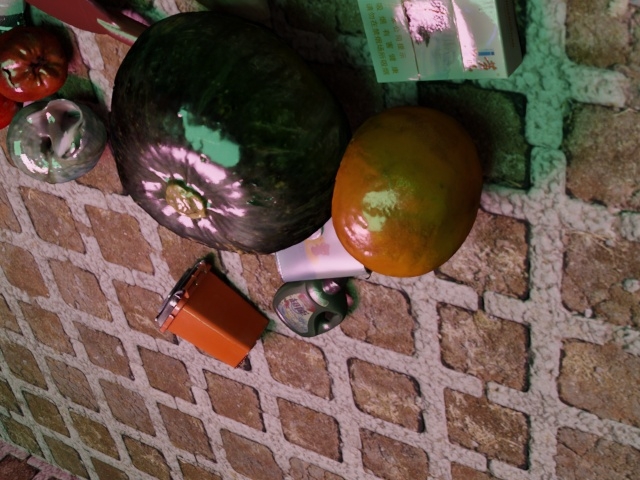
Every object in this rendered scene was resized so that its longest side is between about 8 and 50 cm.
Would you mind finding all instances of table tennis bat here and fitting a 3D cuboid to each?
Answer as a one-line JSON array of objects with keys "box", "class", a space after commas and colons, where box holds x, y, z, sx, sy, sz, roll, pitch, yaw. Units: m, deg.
[{"box": [-0.484, -0.463, 1.711, 0.414, 0.051, 0.268, 27, 170, -1], "class": "table tennis bat"}]

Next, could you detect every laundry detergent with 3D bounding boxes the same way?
[{"box": [-0.002, 0.129, 1.911, 0.144, 0.078, 0.221, 47, 138, -9], "class": "laundry detergent"}]

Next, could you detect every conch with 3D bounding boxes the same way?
[{"box": [-0.606, -0.234, 2.010, 0.277, 0.195, 0.220, 38, 133, 42], "class": "conch"}]

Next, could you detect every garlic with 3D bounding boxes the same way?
[{"box": [-0.150, -0.420, 1.543, 0.198, 0.090, 0.128, 31, 155, 3], "class": "garlic"}]

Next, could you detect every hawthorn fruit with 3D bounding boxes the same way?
[{"box": [-0.629, -0.381, 1.898, 0.173, 0.179, 0.174, -3, 115, -6], "class": "hawthorn fruit"}]

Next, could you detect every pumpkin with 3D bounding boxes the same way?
[{"box": [-0.154, -0.185, 1.537, 0.454, 0.344, 0.454, 25, 149, 16], "class": "pumpkin"}]

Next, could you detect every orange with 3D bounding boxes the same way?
[{"box": [0.143, -0.077, 1.443, 0.226, 0.284, 0.284, 16, 134, 22], "class": "orange"}]

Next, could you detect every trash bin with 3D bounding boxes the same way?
[{"box": [-0.250, 0.177, 2.102, 0.238, 0.161, 0.184, 35, 141, -3], "class": "trash bin"}]

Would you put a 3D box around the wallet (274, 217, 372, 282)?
[{"box": [0.000, 0.000, 1.797, 0.231, 0.069, 0.170, -5, 104, 37], "class": "wallet"}]

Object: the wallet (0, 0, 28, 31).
[{"box": [-0.747, -0.559, 1.863, 0.262, 0.071, 0.221, 16, 137, 1], "class": "wallet"}]

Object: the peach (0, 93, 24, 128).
[{"box": [-0.774, -0.327, 2.052, 0.154, 0.158, 0.267, 55, 159, -8], "class": "peach"}]

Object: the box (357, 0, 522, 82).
[{"box": [0.183, -0.324, 1.358, 0.233, 0.067, 0.150, 5, 129, 35], "class": "box"}]
